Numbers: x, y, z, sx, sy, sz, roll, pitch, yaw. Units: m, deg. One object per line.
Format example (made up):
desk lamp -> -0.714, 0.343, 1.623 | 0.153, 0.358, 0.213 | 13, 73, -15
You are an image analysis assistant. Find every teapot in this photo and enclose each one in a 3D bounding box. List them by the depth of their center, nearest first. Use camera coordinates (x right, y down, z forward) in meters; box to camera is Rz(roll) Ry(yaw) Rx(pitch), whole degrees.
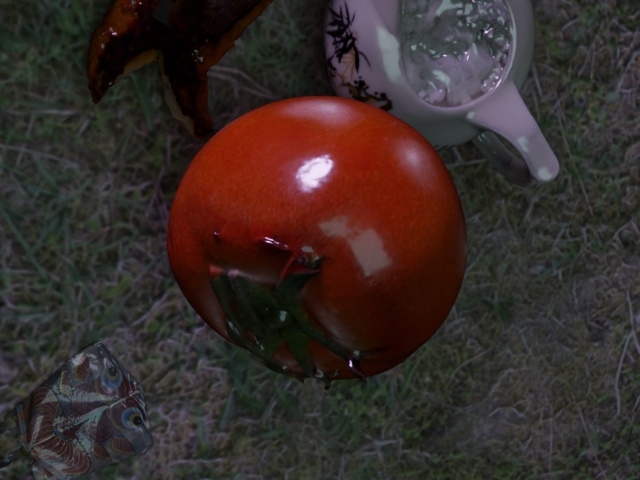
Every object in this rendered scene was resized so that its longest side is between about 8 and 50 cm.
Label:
teapot -> 0.119, -0.173, 0.918 | 0.208, 0.166, 0.299 | -47, 107, -19

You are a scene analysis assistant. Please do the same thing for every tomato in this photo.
tomato -> 0.000, 0.000, 0.853 | 0.256, 0.256, 0.224 | 42, 58, -27

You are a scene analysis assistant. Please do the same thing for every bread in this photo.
bread -> -0.102, -0.225, 0.847 | 0.139, 0.095, 0.268 | 25, 107, -25

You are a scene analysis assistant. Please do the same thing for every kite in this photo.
kite -> -0.271, 0.187, 0.919 | 0.229, 0.016, 0.127 | -25, 109, -19
